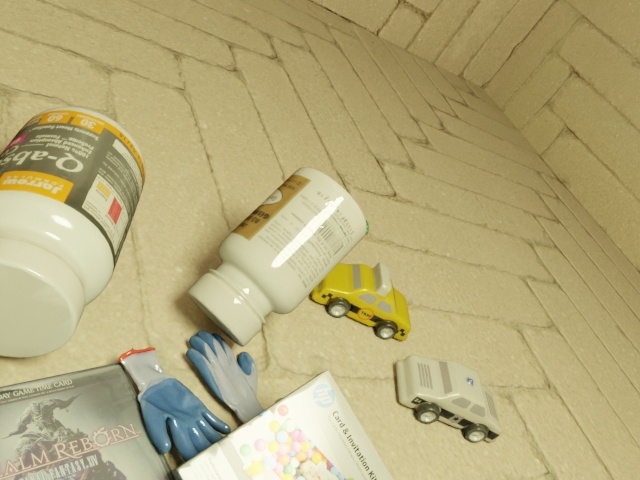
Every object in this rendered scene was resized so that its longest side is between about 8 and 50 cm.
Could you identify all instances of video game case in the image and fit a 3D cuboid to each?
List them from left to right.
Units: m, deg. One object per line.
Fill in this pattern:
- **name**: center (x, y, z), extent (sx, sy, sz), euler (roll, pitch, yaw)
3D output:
- **video game case**: center (-0.217, 0.244, 0.533), extent (0.196, 0.026, 0.274), euler (-3, 51, -48)

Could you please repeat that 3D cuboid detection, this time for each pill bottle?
- **pill bottle**: center (-0.299, -0.019, 0.663), extent (0.162, 0.162, 0.278), euler (25, 33, -20)
- **pill bottle**: center (-0.058, 0.022, 0.790), extent (0.131, 0.131, 0.229), euler (42, 73, 7)

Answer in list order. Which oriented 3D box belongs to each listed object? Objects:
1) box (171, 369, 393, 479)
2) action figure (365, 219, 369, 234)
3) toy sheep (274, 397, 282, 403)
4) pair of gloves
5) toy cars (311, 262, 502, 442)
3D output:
- **box**: center (-0.032, 0.243, 0.609), extent (0.186, 0.038, 0.145), euler (-27, 81, -31)
- **action figure**: center (0.000, 0.000, 0.986), extent (0.232, 0.063, 0.137), euler (-19, 28, -39)
- **toy sheep**: center (-0.012, 0.239, 0.689), extent (0.132, 0.091, 0.091), euler (59, 33, 2)
- **pair of gloves**: center (-0.130, 0.174, 0.691), extent (0.159, 0.023, 0.198), euler (51, 26, 18)
- **toy cars**: center (0.148, 0.158, 0.955), extent (0.393, 0.087, 0.176), euler (48, 33, 17)
